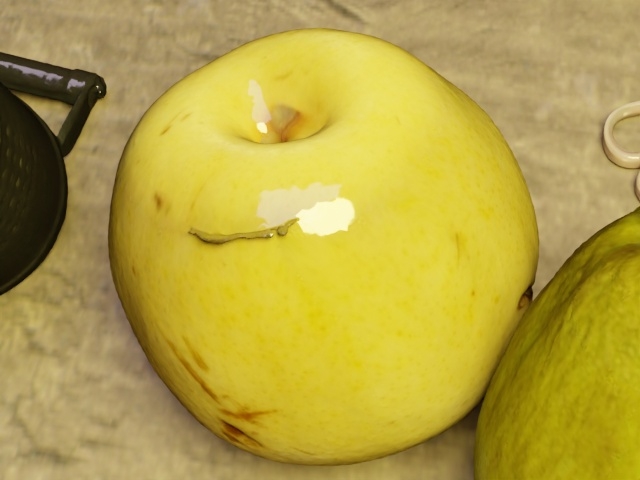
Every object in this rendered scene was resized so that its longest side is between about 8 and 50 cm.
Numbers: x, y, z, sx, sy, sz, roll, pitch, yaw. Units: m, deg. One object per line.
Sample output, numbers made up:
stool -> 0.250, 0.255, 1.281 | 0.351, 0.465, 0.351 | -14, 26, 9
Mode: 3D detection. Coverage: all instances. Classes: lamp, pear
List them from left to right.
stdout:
lamp -> -0.320, -0.068, 0.766 | 0.205, 0.272, 0.374 | 15, 62, 2
pear -> 0.000, 0.000, 0.686 | 0.309, 0.309, 0.309 | -3, 59, 5
pear -> 0.224, 0.116, 0.561 | 0.287, 0.375, 0.287 | -12, 25, 6

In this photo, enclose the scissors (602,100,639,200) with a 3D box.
scissors -> 0.368, -0.107, 0.855 | 0.242, 0.030, 0.118 | -26, 60, -4
